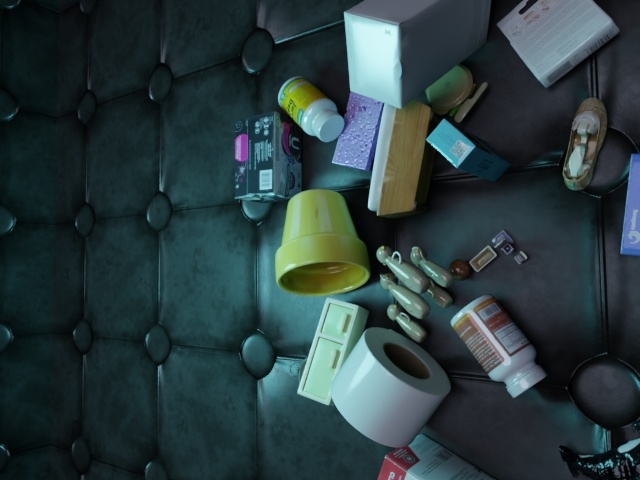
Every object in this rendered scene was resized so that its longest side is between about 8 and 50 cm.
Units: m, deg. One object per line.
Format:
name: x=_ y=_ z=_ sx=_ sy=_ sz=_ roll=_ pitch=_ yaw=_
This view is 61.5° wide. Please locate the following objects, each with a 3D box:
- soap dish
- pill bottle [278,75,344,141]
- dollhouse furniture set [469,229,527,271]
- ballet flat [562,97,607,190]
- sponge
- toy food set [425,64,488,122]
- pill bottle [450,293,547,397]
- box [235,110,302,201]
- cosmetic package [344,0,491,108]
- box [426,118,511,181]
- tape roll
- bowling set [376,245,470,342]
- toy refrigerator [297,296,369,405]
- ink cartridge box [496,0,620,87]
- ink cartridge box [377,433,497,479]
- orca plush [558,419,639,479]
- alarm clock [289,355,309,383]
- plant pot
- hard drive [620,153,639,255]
soap dish: x=0.214 y=-0.196 z=1.335 sx=0.118 sy=0.229 sz=0.290 roll=11 pitch=94 yaw=19
pill bottle: x=-0.024 y=-0.377 z=1.558 sx=0.117 sy=0.118 sz=0.208 roll=-54 pitch=55 yaw=21
dollhouse furniture set: x=0.405 y=0.042 z=1.262 sx=0.114 sy=0.081 sz=0.091 roll=-47 pitch=63 yaw=24
ballet flat: x=0.572 y=-0.212 z=1.166 sx=0.073 sy=0.067 sz=0.206 roll=8 pitch=92 yaw=37
sponge: x=0.111 y=-0.308 z=1.521 sx=0.117 sy=0.031 sz=0.210 roll=20 pitch=99 yaw=35
toy food set: x=0.328 y=-0.385 z=1.374 sx=0.132 sy=0.038 sz=0.192 roll=-52 pitch=55 yaw=13
pill bottle: x=0.407 y=0.240 z=1.226 sx=0.121 sy=0.121 sz=0.216 roll=-45 pitch=64 yaw=25
box: x=-0.155 y=-0.247 z=1.641 sx=0.163 sy=0.142 sz=0.247 roll=-2 pitch=88 yaw=34
cosmetic package: x=0.231 y=-0.482 z=1.224 sx=0.155 sy=0.365 sz=0.197 roll=31 pitch=145 yaw=33
box: x=0.341 y=-0.199 z=1.221 sx=0.060 sy=0.244 sz=0.100 roll=-51 pitch=62 yaw=22
tape roll: x=0.169 y=0.353 z=1.315 sx=0.246 sy=0.246 sz=0.169 roll=40 pitch=109 yaw=30
bowling set: x=0.255 y=0.098 z=1.341 sx=0.154 sy=0.200 sz=0.287 roll=41 pitch=153 yaw=35
toy refrigerator: x=0.035 y=0.300 z=1.458 sx=0.102 sy=0.094 sz=0.269 roll=13 pitch=79 yaw=29
ink cartridge box: x=0.534 y=-0.486 z=1.232 sx=0.181 sy=0.056 sz=0.224 roll=-39 pitch=48 yaw=28
ink cartridge box: x=0.292 y=0.589 z=1.243 sx=0.273 sy=0.197 sz=0.114 roll=23 pitch=102 yaw=35
orca plush: x=0.626 y=0.440 z=1.070 sx=0.287 sy=0.102 sz=0.151 roll=-5 pitch=85 yaw=35
alarm clock: x=-0.018 y=0.391 z=1.561 sx=0.192 sy=0.064 sz=0.129 roll=3 pitch=89 yaw=39
plant pot: x=0.000 y=0.000 z=1.471 sx=0.254 sy=0.254 sz=0.239 roll=-22 pitch=59 yaw=33
hard drive: x=0.769 y=-0.061 z=1.033 sx=0.319 sy=0.040 sz=0.210 roll=7 pitch=92 yaw=35
